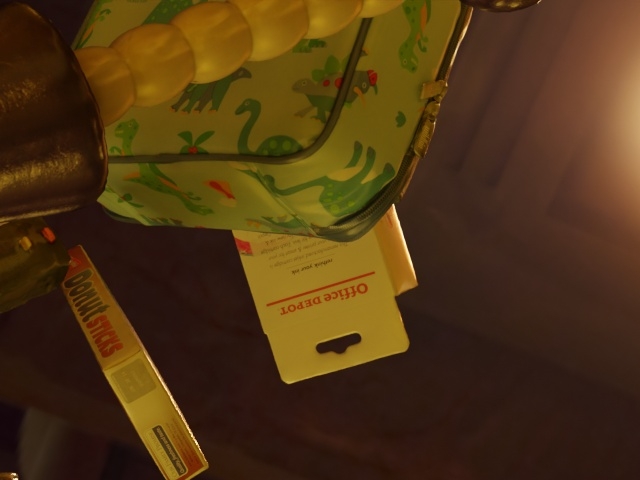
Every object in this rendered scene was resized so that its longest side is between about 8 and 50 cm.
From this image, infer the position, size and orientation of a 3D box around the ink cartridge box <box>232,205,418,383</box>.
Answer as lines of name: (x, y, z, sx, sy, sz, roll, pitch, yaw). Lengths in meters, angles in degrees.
ink cartridge box: (0.000, 0.000, 1.150, 0.061, 0.104, 0.181, -17, -90, -70)

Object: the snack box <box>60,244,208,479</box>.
snack box: (-0.093, 0.054, 0.758, 0.022, 0.064, 0.178, -31, 21, -7)

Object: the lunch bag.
lunch bag: (-0.034, -0.093, 0.854, 0.219, 0.090, 0.176, 1, 62, 39)

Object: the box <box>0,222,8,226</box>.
box: (-0.340, -0.106, 1.100, 0.148, 0.311, 0.121, -59, -6, 6)

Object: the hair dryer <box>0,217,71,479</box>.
hair dryer: (-0.212, 0.128, 0.708, 0.293, 0.080, 0.223, -30, -36, -51)

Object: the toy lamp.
toy lamp: (-0.036, -0.077, 0.595, 0.275, 0.080, 0.080, -28, -7, -27)
